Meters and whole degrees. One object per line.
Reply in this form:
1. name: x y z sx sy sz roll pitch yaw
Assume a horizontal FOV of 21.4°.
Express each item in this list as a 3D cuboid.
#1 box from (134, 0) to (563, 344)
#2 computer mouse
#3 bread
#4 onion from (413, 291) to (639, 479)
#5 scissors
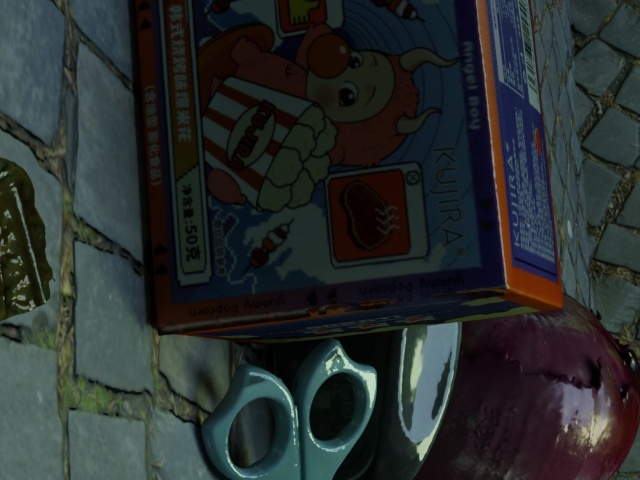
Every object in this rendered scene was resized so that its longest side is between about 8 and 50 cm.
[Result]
1. box: 0.028 -0.095 1.520 0.257 0.318 0.349 19 66 -71
2. computer mouse: 0.039 0.083 1.713 0.114 0.203 0.374 6 83 -53
3. bread: -0.217 -0.005 1.144 0.066 0.060 0.110 -24 108 -41
4. onion: 0.181 0.180 1.892 0.358 0.358 0.345 12 86 -72
5. scissors: -0.024 0.267 1.605 0.191 0.029 0.360 -17 118 -33
